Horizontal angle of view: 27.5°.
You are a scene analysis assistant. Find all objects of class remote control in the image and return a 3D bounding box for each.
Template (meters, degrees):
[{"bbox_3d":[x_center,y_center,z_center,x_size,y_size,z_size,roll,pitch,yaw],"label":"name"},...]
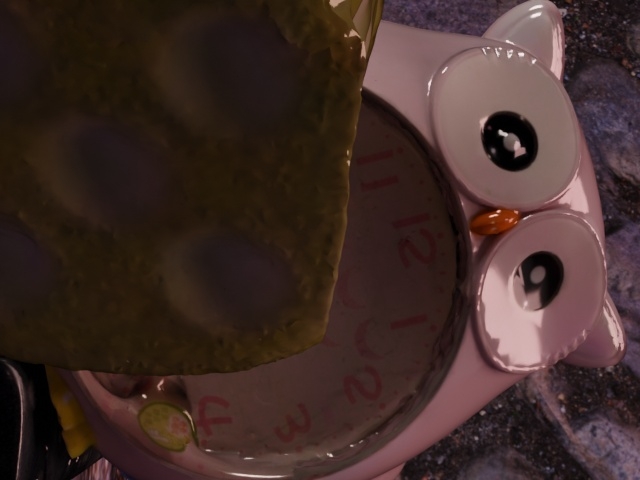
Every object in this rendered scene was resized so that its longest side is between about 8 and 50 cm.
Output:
[{"bbox_3d":[-0.187,0.126,0.946,0.377,0.044,0.107,61,29,-88],"label":"remote control"}]

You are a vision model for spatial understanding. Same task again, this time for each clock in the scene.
[{"bbox_3d":[0.000,0.000,0.901,0.250,0.376,0.368,-134,-149,-83],"label":"clock"}]

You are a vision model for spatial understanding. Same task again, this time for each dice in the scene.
[{"bbox_3d":[-0.084,-0.094,0.603,0.238,0.226,0.233,-81,176,-54],"label":"dice"}]

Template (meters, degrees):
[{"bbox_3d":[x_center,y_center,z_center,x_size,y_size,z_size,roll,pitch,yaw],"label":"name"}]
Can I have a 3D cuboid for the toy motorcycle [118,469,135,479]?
[{"bbox_3d":[-0.142,0.200,1.388,0.358,0.125,0.213,71,26,-81],"label":"toy motorcycle"}]
